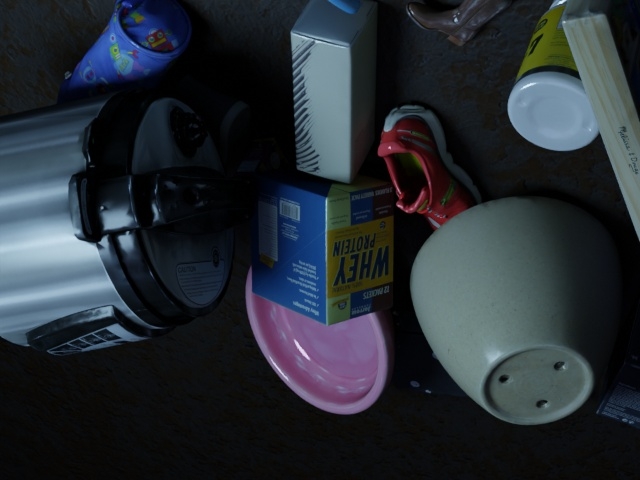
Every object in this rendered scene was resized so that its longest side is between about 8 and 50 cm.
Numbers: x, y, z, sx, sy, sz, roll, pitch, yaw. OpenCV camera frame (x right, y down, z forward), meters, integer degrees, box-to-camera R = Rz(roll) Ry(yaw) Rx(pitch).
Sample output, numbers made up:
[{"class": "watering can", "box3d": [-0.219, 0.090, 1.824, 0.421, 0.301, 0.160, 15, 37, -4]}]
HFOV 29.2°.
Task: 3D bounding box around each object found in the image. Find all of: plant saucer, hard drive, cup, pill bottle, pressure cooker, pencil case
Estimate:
[{"class": "plant saucer", "box3d": [0.011, 0.142, 2.166, 0.332, 0.084, 0.332, 25, 129, 35]}, {"class": "hard drive", "box3d": [0.263, 0.186, 2.168, 0.339, 0.064, 0.237, 2, 137, 29]}, {"class": "cup", "box3d": [0.307, 0.133, 1.846, 0.331, 0.237, 0.331, 0, 129, 0]}, {"class": "pill bottle", "box3d": [0.314, -0.222, 1.533, 0.119, 0.208, 0.119, 16, 141, 13]}, {"class": "pressure cooker", "box3d": [-0.314, -0.039, 1.835, 0.420, 0.370, 0.375, -9, 131, 19]}, {"class": "pencil case", "box3d": [-0.314, -0.269, 1.921, 0.133, 0.119, 0.306, 43, 141, -7]}]

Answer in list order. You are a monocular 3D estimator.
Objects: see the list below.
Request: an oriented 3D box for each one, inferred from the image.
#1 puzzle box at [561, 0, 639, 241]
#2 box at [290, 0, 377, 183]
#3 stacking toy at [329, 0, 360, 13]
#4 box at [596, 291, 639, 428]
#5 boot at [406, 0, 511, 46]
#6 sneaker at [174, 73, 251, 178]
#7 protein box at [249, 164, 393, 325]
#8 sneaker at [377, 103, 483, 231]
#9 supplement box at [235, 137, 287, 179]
[{"class": "puzzle box", "box3d": [0.394, -0.186, 1.481, 0.052, 0.272, 0.409, -6, 134, 29]}, {"class": "box", "box3d": [0.022, -0.219, 1.791, 0.094, 0.113, 0.275, 16, 140, 15]}, {"class": "stacking toy", "box3d": [0.093, -0.429, 1.492, 0.302, 0.175, 0.165, -28, 148, 28]}, {"class": "box", "box3d": [0.515, 0.190, 1.947, 0.093, 0.156, 0.158, 19, 142, 8]}, {"class": "boot", "box3d": [0.185, -0.316, 1.639, 0.106, 0.037, 0.114, 23, 148, -18]}, {"class": "sneaker", "box3d": [-0.180, -0.179, 1.999, 0.118, 0.083, 0.222, 36, 148, 13]}, {"class": "protein box", "box3d": [0.000, 0.000, 1.923, 0.200, 0.136, 0.201, 19, 116, 49]}, {"class": "sneaker", "box3d": [0.158, -0.074, 1.874, 0.107, 0.118, 0.279, -7, 132, 37]}, {"class": "supplement box", "box3d": [-0.096, -0.120, 1.998, 0.043, 0.083, 0.055, -2, 136, 33]}]
